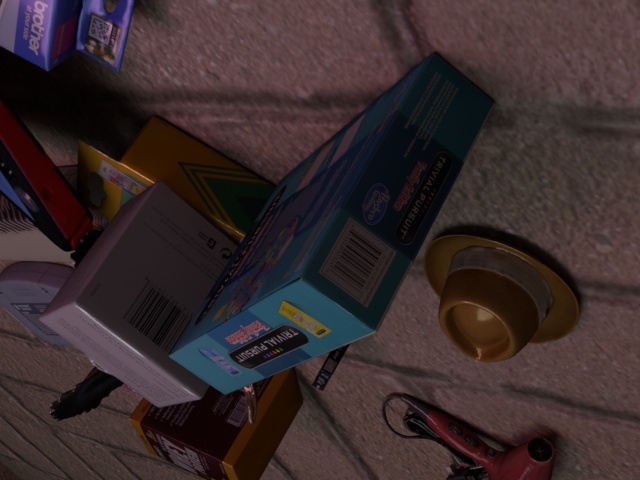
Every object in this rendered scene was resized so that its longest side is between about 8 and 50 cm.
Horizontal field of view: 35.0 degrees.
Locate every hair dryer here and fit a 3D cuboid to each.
[{"bbox_3d":[0.221,0.311,1.439,0.223,0.080,0.293,44,149,-22],"label":"hair dryer"}]

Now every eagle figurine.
[{"bbox_3d":[-0.218,0.117,1.370,0.298,0.226,0.225,5,141,-25],"label":"eagle figurine"}]

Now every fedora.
[{"bbox_3d":[0.182,0.075,1.098,0.194,0.079,0.194,24,152,14],"label":"fedora"}]

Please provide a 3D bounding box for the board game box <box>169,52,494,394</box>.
[{"bbox_3d":[0.000,0.000,0.970,0.079,0.254,0.336,37,152,-11],"label":"board game box"}]

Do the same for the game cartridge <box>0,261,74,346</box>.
[{"bbox_3d":[-0.478,0.118,1.839,0.297,0.062,0.198,-4,132,47],"label":"game cartridge"}]

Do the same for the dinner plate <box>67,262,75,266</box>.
[{"bbox_3d":[-0.396,0.007,1.617,0.141,0.017,0.141,24,150,15],"label":"dinner plate"}]

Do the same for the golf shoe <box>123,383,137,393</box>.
[{"bbox_3d":[-0.335,0.264,1.918,0.186,0.067,0.086,32,153,-2],"label":"golf shoe"}]

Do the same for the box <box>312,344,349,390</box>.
[{"bbox_3d":[0.020,0.158,1.383,0.018,0.083,0.067,30,151,4],"label":"box"}]

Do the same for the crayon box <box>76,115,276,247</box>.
[{"bbox_3d":[-0.141,-0.022,1.252,0.322,0.083,0.203,30,152,1],"label":"crayon box"}]

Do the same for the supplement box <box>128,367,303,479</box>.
[{"bbox_3d":[-0.163,0.274,1.633,0.194,0.191,0.129,20,150,22],"label":"supplement box"}]

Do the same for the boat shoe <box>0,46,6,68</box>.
[{"bbox_3d":[-0.367,-0.255,1.114,0.076,0.080,0.229,28,144,10],"label":"boat shoe"}]

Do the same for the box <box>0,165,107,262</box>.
[{"bbox_3d":[-0.397,-0.036,1.451,0.275,0.113,0.094,-2,137,43],"label":"box"}]

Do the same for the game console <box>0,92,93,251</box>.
[{"bbox_3d":[-0.440,-0.167,1.197,0.386,0.060,0.342,37,165,26],"label":"game console"}]

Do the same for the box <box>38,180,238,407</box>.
[{"bbox_3d":[-0.183,0.065,1.152,0.181,0.182,0.119,41,148,-19],"label":"box"}]

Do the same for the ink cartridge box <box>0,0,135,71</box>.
[{"bbox_3d":[-0.319,-0.290,0.958,0.311,0.065,0.186,27,130,3],"label":"ink cartridge box"}]
